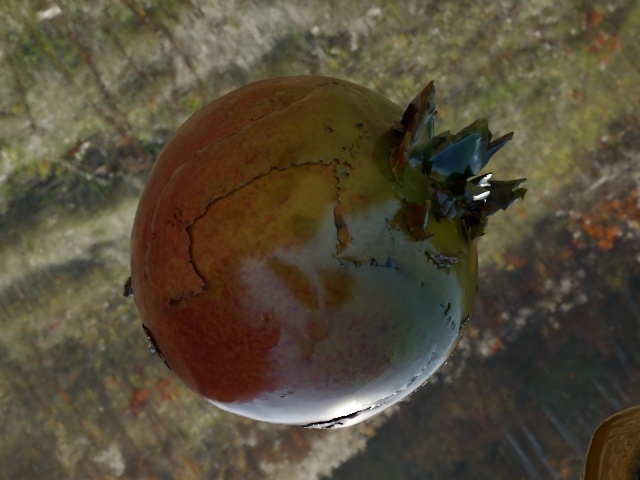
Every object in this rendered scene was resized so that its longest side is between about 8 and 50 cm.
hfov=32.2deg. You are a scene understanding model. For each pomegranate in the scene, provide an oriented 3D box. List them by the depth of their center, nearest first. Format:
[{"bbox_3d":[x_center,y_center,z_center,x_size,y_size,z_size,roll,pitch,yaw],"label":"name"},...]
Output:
[{"bbox_3d":[0.000,0.000,0.640,0.235,0.210,0.210,-34,172,26],"label":"pomegranate"}]

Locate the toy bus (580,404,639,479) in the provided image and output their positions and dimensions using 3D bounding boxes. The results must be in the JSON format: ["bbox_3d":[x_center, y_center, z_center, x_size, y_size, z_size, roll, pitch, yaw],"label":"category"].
[{"bbox_3d":[0.118,0.125,0.271,0.126,0.136,0.209,-9,-159,19],"label":"toy bus"}]
